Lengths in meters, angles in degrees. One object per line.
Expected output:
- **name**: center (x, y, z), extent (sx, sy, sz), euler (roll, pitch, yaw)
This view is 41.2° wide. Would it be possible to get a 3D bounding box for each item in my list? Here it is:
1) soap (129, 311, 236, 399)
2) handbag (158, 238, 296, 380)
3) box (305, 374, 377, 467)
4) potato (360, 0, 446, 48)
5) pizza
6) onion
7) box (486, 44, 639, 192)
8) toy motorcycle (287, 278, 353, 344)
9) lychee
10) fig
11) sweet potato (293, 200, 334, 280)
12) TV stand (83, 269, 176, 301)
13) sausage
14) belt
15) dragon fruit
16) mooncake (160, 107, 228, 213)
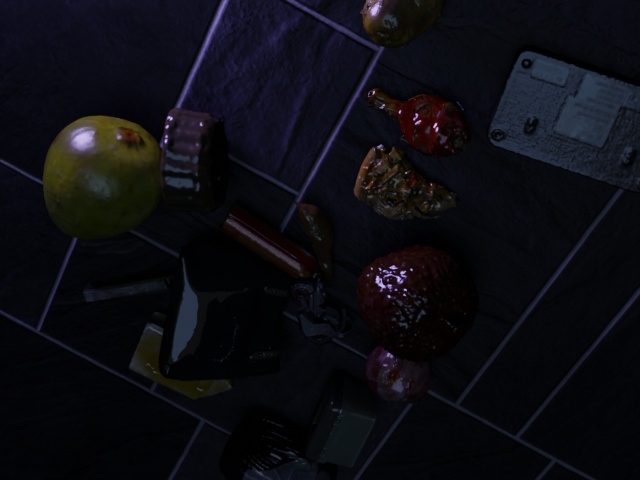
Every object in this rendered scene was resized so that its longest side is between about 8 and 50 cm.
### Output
- **soap**: center (-0.330, 0.302, 2.124), extent (0.257, 0.080, 0.160), euler (25, 117, -1)
- **handbag**: center (-0.212, 0.173, 1.992), extent (0.288, 0.152, 0.342), euler (10, 103, -9)
- **box**: center (0.051, 0.444, 2.080), extent (0.129, 0.148, 0.210), euler (18, 120, -7)
- **potato**: center (0.159, -0.451, 1.637), extent (0.176, 0.137, 0.137), euler (-36, 105, 2)
- **pizza**: center (0.174, -0.101, 1.832), extent (0.226, 0.069, 0.147), euler (39, 115, -8)
- **onion**: center (0.188, 0.281, 1.981), extent (0.159, 0.159, 0.195), euler (16, 88, 4)
- **box**: center (0.525, -0.239, 1.698), extent (0.350, 0.058, 0.211), euler (18, 117, 2)
- **toy motorcycle**: center (0.003, 0.170, 1.977), extent (0.122, 0.080, 0.215), euler (-6, 132, 15)
- **lychee**: center (0.208, 0.133, 1.847), extent (0.260, 0.260, 0.260), euler (5, 116, 10)
- **fig**: center (-0.485, -0.123, 1.858), extent (0.258, 0.258, 0.326), euler (44, 128, -10)
- **sweet potato**: center (0.006, -0.004, 1.919), extent (0.068, 0.068, 0.226), euler (-12, 121, 17)
- **TV stand**: center (-0.453, 0.110, 2.074), extent (0.256, 0.049, 0.040), euler (-9, 112, 17)
- **sausage**: center (-0.106, 0.013, 1.940), extent (0.264, 0.083, 0.083), euler (34, 117, -6)
- **belt**: center (-0.102, 0.560, 2.131), extent (0.289, 0.184, 0.164), euler (26, 135, -2)
- **dragon fruit**: center (0.195, -0.249, 1.732), extent (0.246, 0.125, 0.125), euler (25, 86, 15)
- **mooncake**: center (-0.263, -0.167, 1.807), extent (0.124, 0.228, 0.228), euler (3, 116, 1)
